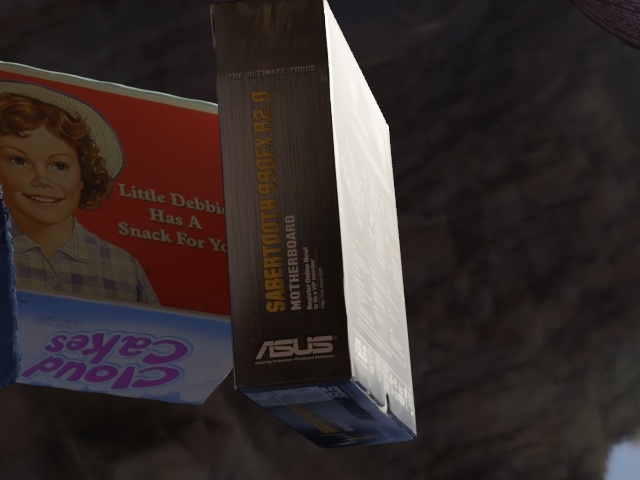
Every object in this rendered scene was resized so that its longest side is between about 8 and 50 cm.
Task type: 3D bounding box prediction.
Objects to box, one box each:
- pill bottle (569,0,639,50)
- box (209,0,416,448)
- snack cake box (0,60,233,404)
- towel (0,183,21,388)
[{"bbox_3d":[0.163,-0.187,0.762,0.224,0.224,0.392,-9,171,17],"label":"pill bottle"},{"bbox_3d":[0.000,0.000,0.980,0.056,0.183,0.231,-7,167,8],"label":"box"},{"bbox_3d":[-0.170,-0.012,1.049,0.264,0.089,0.152,10,-130,-29],"label":"snack cake box"},{"bbox_3d":[-0.119,0.019,0.385,0.119,0.067,0.029,-17,-130,-25],"label":"towel"}]
